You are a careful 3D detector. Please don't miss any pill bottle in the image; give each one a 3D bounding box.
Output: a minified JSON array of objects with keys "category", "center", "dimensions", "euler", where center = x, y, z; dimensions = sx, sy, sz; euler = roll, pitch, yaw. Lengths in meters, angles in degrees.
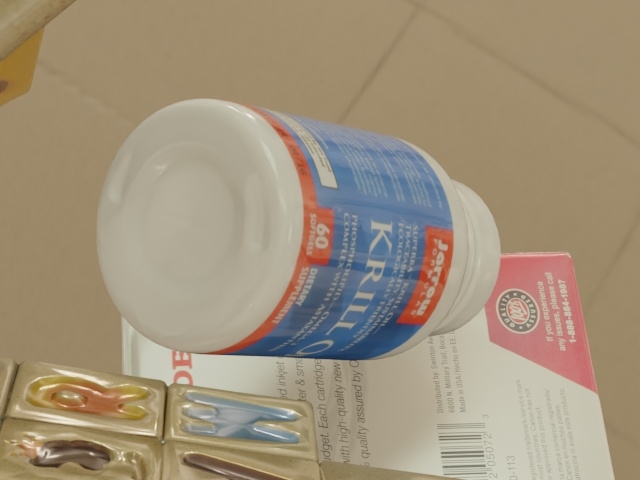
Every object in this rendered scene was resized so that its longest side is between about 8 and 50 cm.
[{"category":"pill bottle","center":[0.000,0.000,0.976],"dimensions":[0.221,0.124,0.124],"euler":[6,55,-53]}]

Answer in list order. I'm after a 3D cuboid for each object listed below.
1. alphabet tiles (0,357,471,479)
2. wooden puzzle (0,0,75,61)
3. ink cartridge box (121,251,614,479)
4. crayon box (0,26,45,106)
[{"category":"alphabet tiles","center":[-0.108,0.089,0.586],"dimensions":[0.342,0.011,0.285],"euler":[8,17,-5]},{"category":"wooden puzzle","center":[-0.216,-0.132,0.352],"dimensions":[0.348,0.322,0.080],"euler":[49,24,-15]},{"category":"ink cartridge box","center":[0.022,0.120,1.148],"dimensions":[0.283,0.117,0.207],"euler":[-1,56,-7]},{"category":"crayon box","center":[-0.243,-0.098,0.968],"dimensions":[0.202,0.318,0.081],"euler":[-32,85,-18]}]
